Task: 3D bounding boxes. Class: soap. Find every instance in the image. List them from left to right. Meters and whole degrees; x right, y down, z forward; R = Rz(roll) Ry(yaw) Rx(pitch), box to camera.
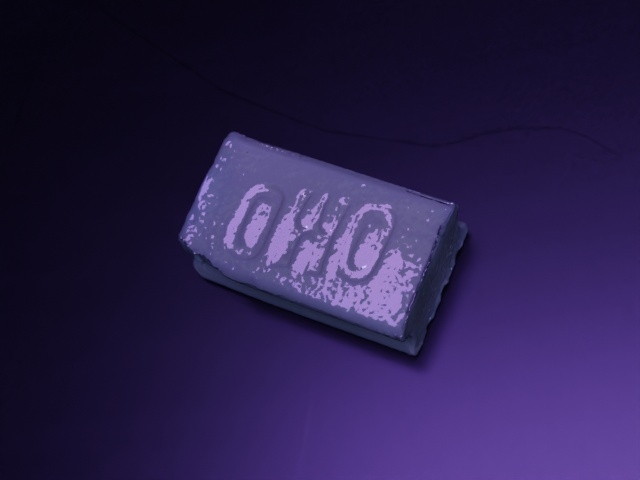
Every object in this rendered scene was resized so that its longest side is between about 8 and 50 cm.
[{"bbox_3d":[0.000,0.000,0.978,0.198,0.063,0.114,18,76,21],"label":"soap"}]
